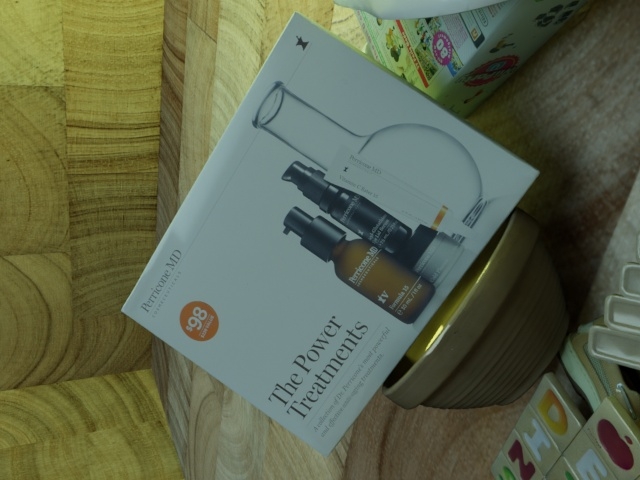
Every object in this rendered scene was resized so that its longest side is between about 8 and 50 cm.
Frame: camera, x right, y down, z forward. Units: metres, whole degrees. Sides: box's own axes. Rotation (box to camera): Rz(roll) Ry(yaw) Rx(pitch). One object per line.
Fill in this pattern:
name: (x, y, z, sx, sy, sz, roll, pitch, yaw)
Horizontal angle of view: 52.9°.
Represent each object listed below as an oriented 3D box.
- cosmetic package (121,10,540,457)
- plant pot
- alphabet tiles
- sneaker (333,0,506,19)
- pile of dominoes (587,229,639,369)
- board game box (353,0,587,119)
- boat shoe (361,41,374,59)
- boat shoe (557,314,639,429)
cosmetic package: (0.000, 0.000, 0.695, 0.377, 0.284, 0.097, -57, -6, 15)
plant pot: (0.172, 0.091, 0.661, 0.110, 0.237, 0.237, 36, 140, 6)
alphabet tiles: (0.257, 0.295, 0.591, 0.342, 0.011, 0.285, 93, 158, -49)
sneaker: (0.071, -0.282, 0.535, 0.292, 0.108, 0.169, 41, 148, 57)
pile of dominoes: (0.325, 0.031, 0.457, 0.196, 0.040, 0.251, 36, 124, 38)
board game box: (0.138, -0.278, 0.660, 0.224, 0.097, 0.303, 69, 160, 10)
boat shoe: (0.095, -0.140, 0.876, 0.088, 0.096, 0.267, -14, 92, 64)
boat shoe: (0.280, 0.150, 0.561, 0.072, 0.068, 0.190, -51, 48, 35)
